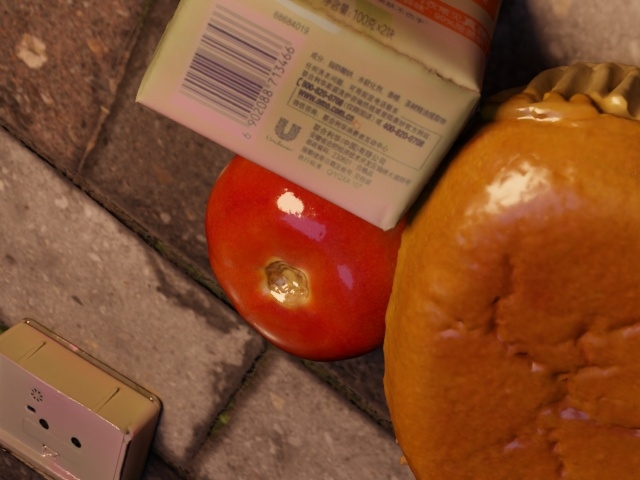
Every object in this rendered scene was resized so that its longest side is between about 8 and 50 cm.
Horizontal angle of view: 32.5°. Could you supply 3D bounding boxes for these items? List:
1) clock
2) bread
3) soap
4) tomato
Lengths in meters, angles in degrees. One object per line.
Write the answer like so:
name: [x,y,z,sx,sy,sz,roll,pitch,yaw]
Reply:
clock: [-0.278,0.190,1.197,0.192,0.071,0.147,29,127,13]
bread: [0.168,0.065,0.802,0.236,0.183,0.388,11,121,22]
soap: [0.008,-0.141,0.746,0.199,0.182,0.138,27,131,-7]
tomato: [0.000,0.000,0.889,0.195,0.136,0.195,15,126,22]
